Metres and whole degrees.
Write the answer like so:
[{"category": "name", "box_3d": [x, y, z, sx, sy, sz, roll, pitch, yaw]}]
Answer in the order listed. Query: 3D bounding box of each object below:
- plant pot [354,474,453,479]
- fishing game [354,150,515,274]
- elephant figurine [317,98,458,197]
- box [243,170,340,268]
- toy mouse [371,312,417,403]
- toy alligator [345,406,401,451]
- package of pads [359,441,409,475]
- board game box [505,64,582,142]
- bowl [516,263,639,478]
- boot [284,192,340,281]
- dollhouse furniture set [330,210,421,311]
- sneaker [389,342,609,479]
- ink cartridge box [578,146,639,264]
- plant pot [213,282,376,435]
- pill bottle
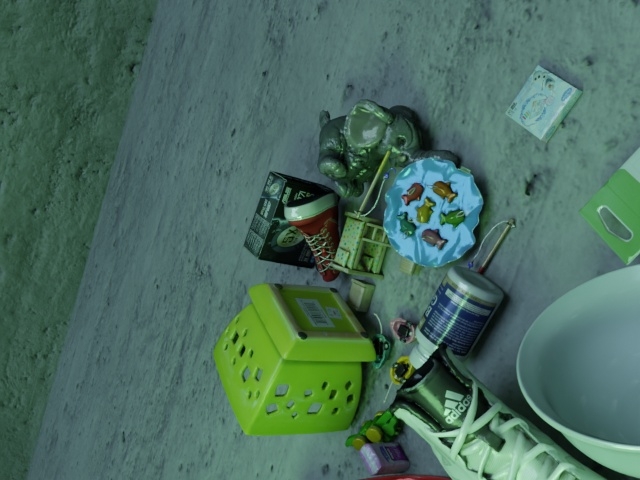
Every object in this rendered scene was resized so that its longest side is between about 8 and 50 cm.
[{"category": "plant pot", "box_3d": [0.100, 0.498, 0.948, 0.275, 0.275, 0.243, -19, 76, 49]}, {"category": "fishing game", "box_3d": [0.184, -0.048, 1.083, 0.264, 0.041, 0.189, 39, 110, 28]}, {"category": "elephant figurine", "box_3d": [0.119, -0.192, 1.210, 0.240, 0.186, 0.169, -28, 24, 34]}, {"category": "box", "box_3d": [-0.061, -0.043, 1.386, 0.077, 0.148, 0.180, 36, 109, 52]}, {"category": "toy mouse", "box_3d": [0.135, 0.185, 1.156, 0.161, 0.031, 0.143, -57, 42, 26]}, {"category": "toy alligator", "box_3d": [0.115, 0.331, 1.132, 0.051, 0.056, 0.189, 44, 124, 1]}, {"category": "package of pads", "box_3d": [0.109, 0.371, 1.095, 0.032, 0.083, 0.050, -51, 47, 24]}, {"category": "board game box", "box_3d": [0.345, -0.213, 1.001, 0.090, 0.020, 0.090, -59, 40, 23]}, {"category": "bowl", "box_3d": [0.382, 0.156, 0.703, 0.298, 0.134, 0.297, -24, 23, 11]}, {"category": "boot", "box_3d": [0.000, 0.000, 1.234, 0.089, 0.244, 0.176, -7, 93, 13]}, {"category": "dollhouse furniture set", "box_3d": [0.098, 0.054, 1.184, 0.161, 0.101, 0.181, 22, 98, 53]}, {"category": "sneaker", "box_3d": [0.210, 0.272, 0.740, 0.169, 0.257, 0.447, -51, 19, -4]}, {"category": "ink cartridge box", "box_3d": [0.439, -0.072, 0.799, 0.209, 0.062, 0.109, -54, 42, 29]}, {"category": "plant pot", "box_3d": [-0.044, 0.209, 1.205, 0.228, 0.227, 0.207, 55, 129, 48]}, {"category": "pill bottle", "box_3d": [0.208, 0.133, 1.021, 0.094, 0.094, 0.169, 46, 117, 48]}]
